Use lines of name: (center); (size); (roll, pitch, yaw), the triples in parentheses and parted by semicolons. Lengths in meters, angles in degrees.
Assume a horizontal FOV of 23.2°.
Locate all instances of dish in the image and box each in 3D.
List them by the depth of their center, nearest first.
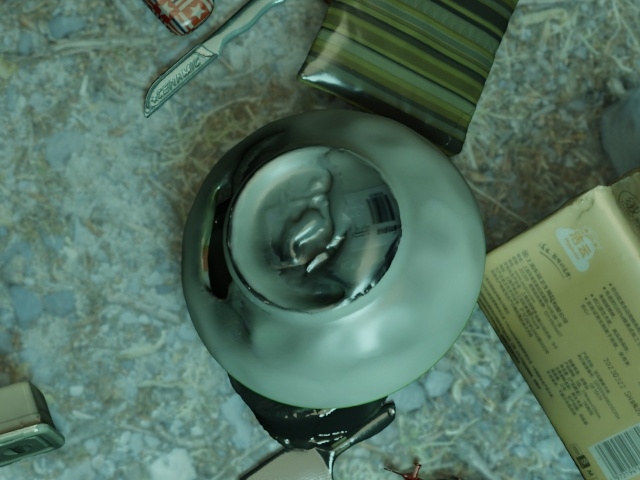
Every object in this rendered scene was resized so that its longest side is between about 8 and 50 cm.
dish: (0.000, 0.000, 1.579); (0.324, 0.124, 0.324); (-3, 72, 10)

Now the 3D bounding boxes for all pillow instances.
pillow: (0.100, -0.226, 1.695); (0.208, 0.052, 0.212); (25, 83, -20)

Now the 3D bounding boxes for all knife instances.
knife: (-0.121, -0.212, 1.722); (0.210, 0.015, 0.028); (-41, 94, -5)

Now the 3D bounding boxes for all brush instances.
brush: (0.004, 0.235, 1.693); (0.193, 0.016, 0.063); (-33, 88, -4)

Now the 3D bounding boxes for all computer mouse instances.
computer mouse: (-0.026, 0.077, 1.673); (0.168, 0.087, 0.295); (-20, 73, 5)

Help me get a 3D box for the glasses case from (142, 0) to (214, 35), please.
glasses case: (-0.191, -0.312, 1.708); (0.073, 0.049, 0.194); (-40, 89, -7)

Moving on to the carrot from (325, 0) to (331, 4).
carrot: (0.020, -0.275, 1.723); (0.191, 0.047, 0.047); (41, 85, -5)

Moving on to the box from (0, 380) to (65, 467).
box: (-0.324, 0.192, 1.631); (0.089, 0.122, 0.062); (-17, 75, -4)

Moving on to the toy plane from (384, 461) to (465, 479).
toy plane: (0.136, 0.271, 1.678); (0.145, 0.060, 0.037); (19, 85, 14)

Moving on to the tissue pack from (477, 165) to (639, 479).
tissue pack: (0.339, 0.089, 1.642); (0.238, 0.238, 0.305); (-31, 87, -5)
